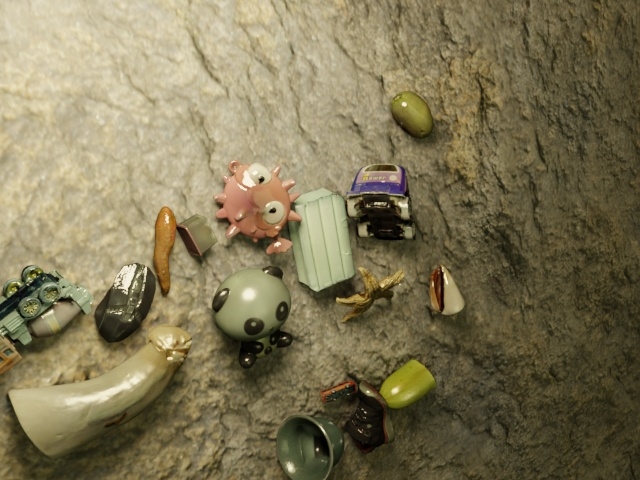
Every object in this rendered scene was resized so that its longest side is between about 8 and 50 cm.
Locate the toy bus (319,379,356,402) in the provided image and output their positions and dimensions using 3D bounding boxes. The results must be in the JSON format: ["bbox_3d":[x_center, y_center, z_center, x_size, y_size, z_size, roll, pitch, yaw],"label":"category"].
[{"bbox_3d":[0.051,0.447,1.830,0.110,0.043,0.031,-13,106,-30],"label":"toy bus"}]

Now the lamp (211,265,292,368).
[{"bbox_3d":[-0.164,0.184,1.528,0.197,0.197,0.244,-27,125,-27],"label":"lamp"}]

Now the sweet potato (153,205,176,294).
[{"bbox_3d":[-0.359,0.029,1.423,0.050,0.050,0.214,-2,104,-35],"label":"sweet potato"}]

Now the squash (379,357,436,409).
[{"bbox_3d":[0.262,0.464,1.939,0.186,0.123,0.123,-29,117,-27],"label":"squash"}]

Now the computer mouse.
[{"bbox_3d":[-0.436,0.145,1.390,0.105,0.062,0.192,25,88,-37],"label":"computer mouse"}]

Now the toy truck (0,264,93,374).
[{"bbox_3d":[-0.597,0.163,1.256,0.256,0.108,0.140,-43,137,-22],"label":"toy truck"}]

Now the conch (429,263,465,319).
[{"bbox_3d":[0.401,0.170,1.976,0.104,0.094,0.176,-13,110,10],"label":"conch"}]

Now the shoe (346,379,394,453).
[{"bbox_3d":[0.136,0.540,1.871,0.137,0.114,0.291,-30,128,-23],"label":"shoe"}]

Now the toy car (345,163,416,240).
[{"bbox_3d":[0.178,-0.101,1.694,0.235,0.172,0.158,65,33,-52],"label":"toy car"}]

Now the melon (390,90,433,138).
[{"bbox_3d":[0.260,-0.349,1.729,0.162,0.099,0.099,40,78,-37],"label":"melon"}]

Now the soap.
[{"bbox_3d":[0.000,0.000,1.649,0.150,0.094,0.262,-19,114,-25],"label":"soap"}]

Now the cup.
[{"bbox_3d":[-0.004,0.580,1.759,0.150,0.199,0.199,-1,103,-53],"label":"cup"}]

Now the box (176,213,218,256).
[{"bbox_3d":[-0.290,-0.015,1.455,0.063,0.060,0.085,-38,120,-27],"label":"box"}]

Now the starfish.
[{"bbox_3d":[0.140,0.152,1.765,0.235,0.062,0.277,-38,154,6],"label":"starfish"}]

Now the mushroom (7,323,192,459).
[{"bbox_3d":[-0.463,0.331,1.385,0.397,0.126,0.177,-24,107,-25],"label":"mushroom"}]

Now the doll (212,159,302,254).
[{"bbox_3d":[-0.149,-0.081,1.503,0.211,0.093,0.262,-24,108,-7],"label":"doll"}]
